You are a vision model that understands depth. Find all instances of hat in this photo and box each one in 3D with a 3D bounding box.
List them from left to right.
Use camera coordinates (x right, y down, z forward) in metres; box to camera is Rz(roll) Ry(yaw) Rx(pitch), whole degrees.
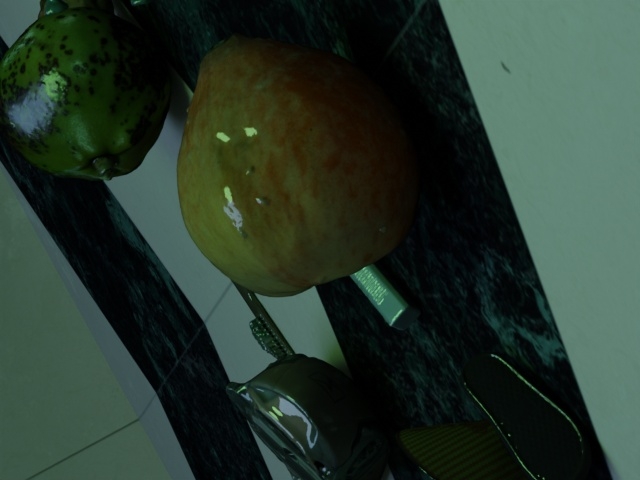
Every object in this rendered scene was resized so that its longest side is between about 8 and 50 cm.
[{"bbox_3d":[0.168,0.190,1.619,0.193,0.082,0.193,31,-173,-5],"label":"hat"}]

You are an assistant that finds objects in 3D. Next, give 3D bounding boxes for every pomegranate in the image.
[{"bbox_3d":[-0.270,-0.199,2.184,0.204,0.276,0.222,25,140,-6],"label":"pomegranate"}]

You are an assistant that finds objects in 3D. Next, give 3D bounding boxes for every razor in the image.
[{"bbox_3d":[0.007,-0.008,1.835,0.278,0.056,0.111,42,-168,36],"label":"razor"}]

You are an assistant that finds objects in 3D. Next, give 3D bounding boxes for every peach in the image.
[{"bbox_3d":[-0.031,-0.069,1.555,0.232,0.232,0.232,54,162,27],"label":"peach"}]

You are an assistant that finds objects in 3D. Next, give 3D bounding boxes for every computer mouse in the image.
[{"bbox_3d":[0.004,0.219,2.105,0.199,0.115,0.389,47,171,15],"label":"computer mouse"}]

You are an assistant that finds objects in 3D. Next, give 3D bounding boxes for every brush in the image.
[{"bbox_3d":[-0.089,0.088,2.313,0.190,0.027,0.034,56,161,25],"label":"brush"}]

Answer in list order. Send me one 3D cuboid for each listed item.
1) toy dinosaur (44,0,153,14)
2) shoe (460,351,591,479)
[{"bbox_3d":[-0.284,-0.429,1.997,0.383,0.129,0.331,37,140,58],"label":"toy dinosaur"},{"bbox_3d":[0.178,0.159,1.563,0.159,0.062,0.053,50,172,36],"label":"shoe"}]
